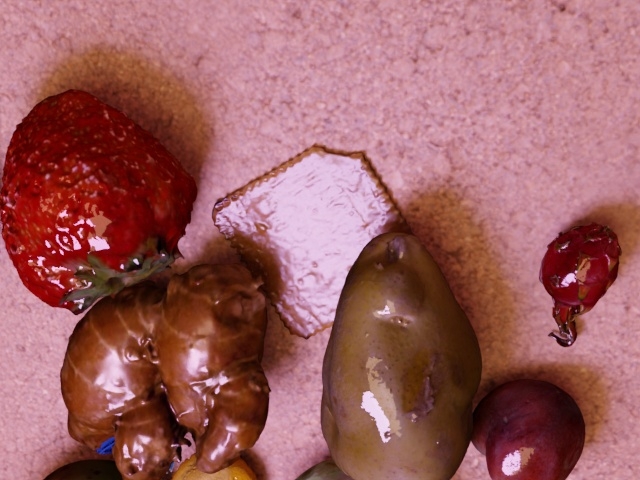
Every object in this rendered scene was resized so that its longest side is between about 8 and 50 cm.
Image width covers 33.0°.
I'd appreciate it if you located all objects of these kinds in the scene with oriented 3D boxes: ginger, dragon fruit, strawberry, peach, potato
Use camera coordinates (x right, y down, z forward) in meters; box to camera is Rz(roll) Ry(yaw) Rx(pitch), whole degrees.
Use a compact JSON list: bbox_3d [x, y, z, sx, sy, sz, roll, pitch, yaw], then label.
[{"bbox_3d":[-0.213,0.187,1.475,0.357,0.152,0.274,-16,87,21],"label":"ginger"},{"bbox_3d":[0.311,0.060,1.347,0.094,0.094,0.191,18,127,7],"label":"dragon fruit"},{"bbox_3d":[-0.296,-0.062,1.386,0.257,0.257,0.277,-29,85,23],"label":"strawberry"},{"bbox_3d":[0.271,0.249,1.408,0.152,0.152,0.152,5,113,13],"label":"peach"},{"bbox_3d":[0.097,0.158,1.365,0.202,0.218,0.351,10,116,33],"label":"potato"}]

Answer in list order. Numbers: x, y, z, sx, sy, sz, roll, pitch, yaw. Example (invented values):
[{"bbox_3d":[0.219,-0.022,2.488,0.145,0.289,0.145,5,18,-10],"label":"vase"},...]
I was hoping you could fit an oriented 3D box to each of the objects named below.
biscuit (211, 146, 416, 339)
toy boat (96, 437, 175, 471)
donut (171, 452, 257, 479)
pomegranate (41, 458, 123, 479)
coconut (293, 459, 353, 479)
[{"bbox_3d":[0.000,0.000,1.443,0.236,0.013,0.232,-29,102,23],"label":"biscuit"},{"bbox_3d":[-0.240,0.289,1.576,0.175,0.091,0.110,-32,72,17],"label":"toy boat"},{"bbox_3d":[-0.149,0.380,1.569,0.151,0.058,0.152,-6,101,-29],"label":"donut"},{"bbox_3d":[-0.315,0.486,1.574,0.290,0.291,0.323,-36,95,24],"label":"pomegranate"},{"bbox_3d":[0.041,0.400,1.488,0.236,0.236,0.205,-44,72,25],"label":"coconut"}]
